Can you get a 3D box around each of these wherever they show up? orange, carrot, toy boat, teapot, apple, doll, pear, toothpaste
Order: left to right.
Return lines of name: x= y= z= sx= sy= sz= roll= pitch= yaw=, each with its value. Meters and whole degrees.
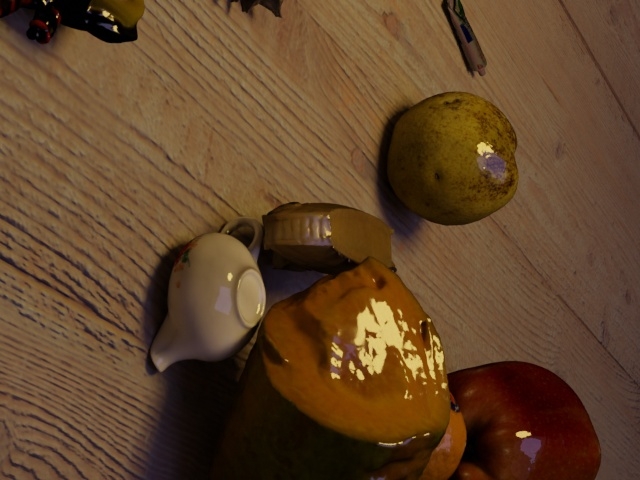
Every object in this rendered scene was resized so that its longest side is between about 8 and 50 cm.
doll: x=-0.243 y=-0.245 z=1.335 sx=0.248 sy=0.088 sz=0.127 roll=-3 pitch=96 yaw=-58
teapot: x=-0.113 y=0.057 z=1.607 sx=0.145 sy=0.092 sz=0.226 roll=67 pitch=35 yaw=-40
toy boat: x=0.000 y=0.000 z=1.755 sx=0.321 sy=0.121 sz=0.089 roll=11 pitch=77 yaw=-69
carrot: x=0.014 y=0.213 z=1.626 sx=0.241 sy=0.241 sz=0.341 roll=-14 pitch=130 yaw=-60
orange: x=0.113 y=0.267 z=1.943 sx=0.155 sy=0.177 sz=0.178 roll=-87 pitch=169 yaw=-69
pear: x=0.201 y=-0.119 z=2.060 sx=0.197 sy=0.197 sz=0.197 roll=-10 pitch=102 yaw=-61
toothpaste: x=0.233 y=-0.329 z=2.260 sx=0.170 sy=0.028 sz=0.045 roll=59 pitch=37 yaw=-41
apple: x=0.261 y=0.320 z=2.126 sx=0.317 sy=0.288 sz=0.288 roll=18 pitch=77 yaw=-52

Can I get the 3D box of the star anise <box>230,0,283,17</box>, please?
star anise: x=-0.072 y=-0.315 z=1.670 sx=0.124 sy=0.056 sz=0.129 roll=-62 pitch=143 yaw=-39
